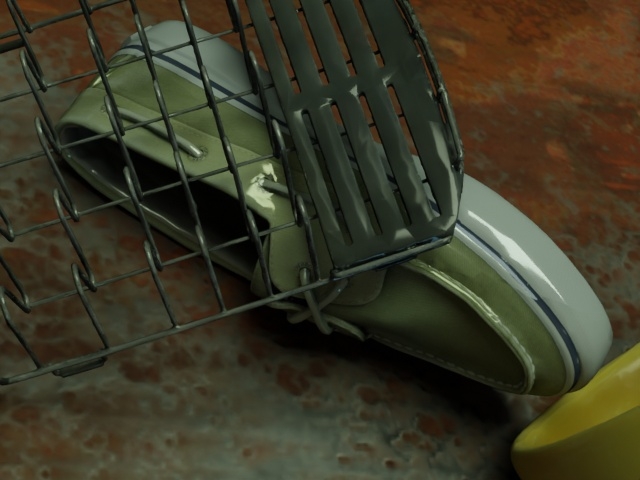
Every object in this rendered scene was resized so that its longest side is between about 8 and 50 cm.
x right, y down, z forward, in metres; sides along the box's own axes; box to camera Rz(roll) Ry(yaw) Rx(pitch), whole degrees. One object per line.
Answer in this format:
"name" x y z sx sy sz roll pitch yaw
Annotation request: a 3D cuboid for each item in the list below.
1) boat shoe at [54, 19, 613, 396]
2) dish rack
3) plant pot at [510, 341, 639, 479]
"boat shoe" 0.000 0.000 0.673 0.302 0.109 0.094 32 57 15
"dish rack" -0.077 -0.051 0.603 0.271 0.074 0.208 -17 67 -3
"plant pot" 0.253 0.131 0.592 0.254 0.254 0.239 -26 82 -40
